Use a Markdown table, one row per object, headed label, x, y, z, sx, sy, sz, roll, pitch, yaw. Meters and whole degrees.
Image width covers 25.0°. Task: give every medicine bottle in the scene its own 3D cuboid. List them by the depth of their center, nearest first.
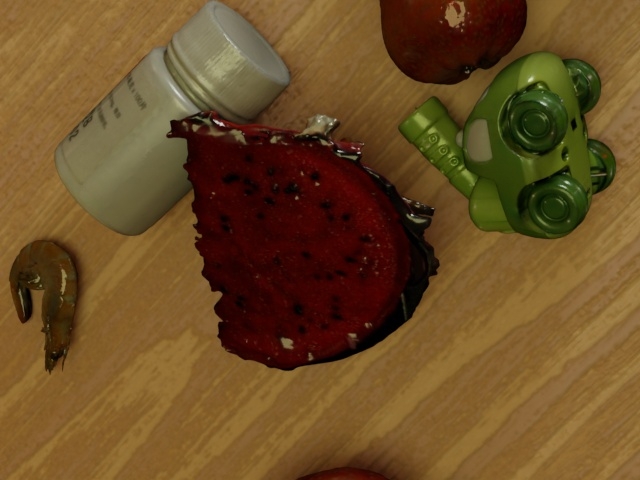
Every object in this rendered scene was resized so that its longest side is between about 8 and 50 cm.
| label | x | y | z | sx | sy | sz | roll | pitch | yaw |
| --- | --- | --- | --- | --- | --- | --- | --- | --- | --- |
| medicine bottle | -0.161 | -0.132 | 1.570 | 0.252 | 0.144 | 0.144 | -41 | 90 | 20 |

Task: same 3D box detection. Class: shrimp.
| label | x | y | z | sx | sy | sz | roll | pitch | yaw |
| --- | --- | --- | --- | --- | --- | --- | --- | --- | --- |
| shrimp | -0.332 | 0.078 | 1.702 | 0.095 | 0.045 | 0.162 | 10 | 105 | 11 |

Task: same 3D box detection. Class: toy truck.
| label | x | y | z | sx | sy | sz | roll | pitch | yaw |
| --- | --- | --- | --- | --- | --- | --- | --- | --- | --- |
| toy truck | 0.201 | -0.086 | 1.505 | 0.210 | 0.148 | 0.187 | -22 | 103 | 36 |

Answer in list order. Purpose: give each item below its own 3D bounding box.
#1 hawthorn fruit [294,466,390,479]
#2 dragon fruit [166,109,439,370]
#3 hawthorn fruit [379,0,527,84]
| label | x | y | z | sx | sy | sz | roll | pitch | yaw |
| --- | --- | --- | --- | --- | --- | --- | --- | --- | --- |
| hawthorn fruit | 0.037 | 0.348 | 1.602 | 0.253 | 0.205 | 0.205 | -22 | 96 | 9 |
| dragon fruit | 0.000 | 0.000 | 1.554 | 0.282 | 0.100 | 0.343 | 10 | 131 | 18 |
| hawthorn fruit | 0.119 | -0.265 | 1.482 | 0.162 | 0.162 | 0.203 | -24 | 82 | 16 |
